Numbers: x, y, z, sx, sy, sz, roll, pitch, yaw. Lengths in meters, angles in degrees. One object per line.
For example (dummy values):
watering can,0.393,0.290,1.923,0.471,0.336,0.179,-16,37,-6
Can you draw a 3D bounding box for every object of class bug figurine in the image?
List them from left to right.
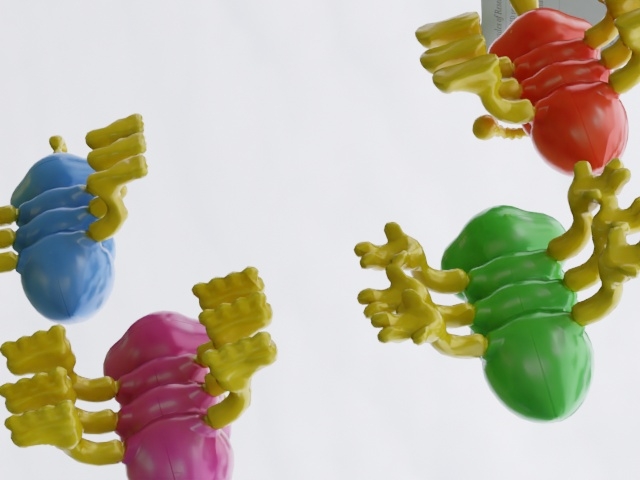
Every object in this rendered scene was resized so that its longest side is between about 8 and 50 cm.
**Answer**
bug figurine,0.000,0.000,0.610,0.216,0.279,0.072,-97,169,-53

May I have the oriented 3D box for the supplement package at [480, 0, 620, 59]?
supplement package,0.163,-0.256,0.956,0.262,0.145,0.204,83,15,-52
